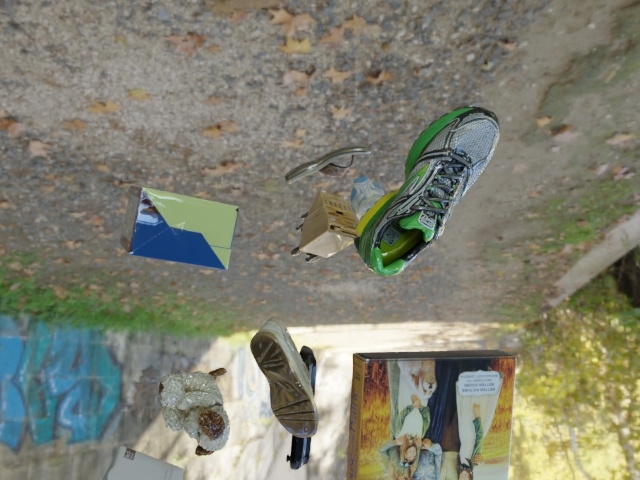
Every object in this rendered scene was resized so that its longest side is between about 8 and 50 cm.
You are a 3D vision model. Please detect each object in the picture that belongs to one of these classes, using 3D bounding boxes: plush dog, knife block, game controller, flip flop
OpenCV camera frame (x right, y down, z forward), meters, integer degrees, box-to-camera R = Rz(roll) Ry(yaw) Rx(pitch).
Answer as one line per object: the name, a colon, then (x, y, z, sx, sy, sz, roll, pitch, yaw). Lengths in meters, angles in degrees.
plush dog: (-0.330, 0.492, 1.732, 0.211, 0.225, 0.262, -18, 148, -23)
knife block: (0.000, 0.000, 1.628, 0.088, 0.242, 0.275, 15, -154, -17)
game controller: (-0.054, 0.450, 1.663, 0.067, 0.318, 0.166, 5, 180, -6)
flip flop: (0.027, -0.223, 1.858, 0.277, 0.080, 0.112, -23, -170, 5)

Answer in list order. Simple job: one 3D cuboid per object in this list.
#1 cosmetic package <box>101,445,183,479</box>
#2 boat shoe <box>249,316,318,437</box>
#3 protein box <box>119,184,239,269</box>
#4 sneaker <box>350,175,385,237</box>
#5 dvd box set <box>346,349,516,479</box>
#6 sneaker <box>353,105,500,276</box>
cosmetic package: (-0.430, 0.640, 1.216, 0.156, 0.384, 0.217, 28, -169, -11)
boat shoe: (-0.069, 0.319, 1.412, 0.109, 0.302, 0.098, -13, -160, 22)
protein box: (-0.303, -0.031, 1.287, 0.200, 0.135, 0.201, 11, -178, -24)
sneaker: (0.115, -0.062, 1.368, 0.085, 0.086, 0.237, -14, 153, 2)
dvd box set: (0.196, 0.410, 1.102, 0.308, 0.419, 0.062, 3, -178, -17)
sneaker: (0.196, -0.073, 1.052, 0.134, 0.343, 0.146, 29, -164, -17)
